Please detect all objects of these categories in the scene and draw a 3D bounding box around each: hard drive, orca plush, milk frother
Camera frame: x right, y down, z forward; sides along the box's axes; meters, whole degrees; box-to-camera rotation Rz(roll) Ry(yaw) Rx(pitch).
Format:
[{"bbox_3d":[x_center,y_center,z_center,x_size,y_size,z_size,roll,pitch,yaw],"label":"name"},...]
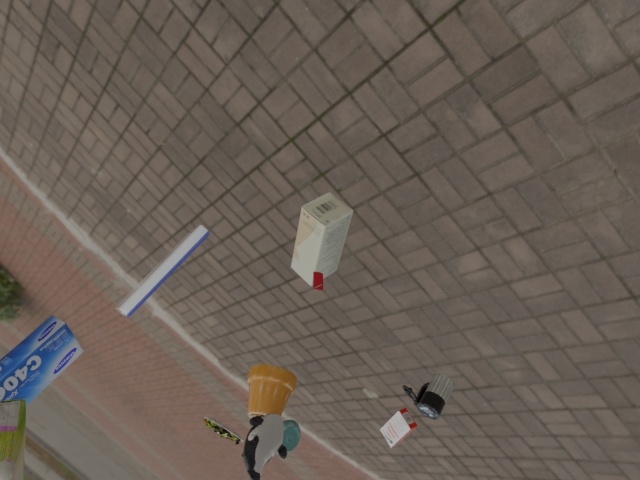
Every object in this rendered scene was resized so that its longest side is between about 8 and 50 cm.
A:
[{"bbox_3d":[-0.466,0.092,1.515,0.040,0.318,0.210,45,158,-13],"label":"hard drive"},{"bbox_3d":[-0.183,0.629,1.519,0.151,0.287,0.102,41,109,-19],"label":"orca plush"},{"bbox_3d":[0.368,0.513,1.775,0.129,0.135,0.143,-2,128,44],"label":"milk frother"}]

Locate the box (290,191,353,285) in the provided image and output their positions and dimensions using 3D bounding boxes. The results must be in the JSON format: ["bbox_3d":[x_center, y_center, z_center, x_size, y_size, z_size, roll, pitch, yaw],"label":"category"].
[{"bbox_3d":[0.000,0.000,1.830,0.121,0.148,0.311,41,140,25],"label":"box"}]

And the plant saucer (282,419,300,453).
[{"bbox_3d":[-0.111,0.684,1.787,0.021,0.119,0.119,3,131,50],"label":"plant saucer"}]

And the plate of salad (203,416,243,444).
[{"bbox_3d":[-0.416,0.812,2.197,0.200,0.048,0.200,26,153,14],"label":"plate of salad"}]

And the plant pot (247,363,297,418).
[{"bbox_3d":[-0.213,0.638,2.115,0.205,0.188,0.205,8,143,6],"label":"plant pot"}]

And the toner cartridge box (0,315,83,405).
[{"bbox_3d":[-0.951,0.425,1.665,0.075,0.348,0.165,20,139,24],"label":"toner cartridge box"}]

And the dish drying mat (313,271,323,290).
[{"bbox_3d":[-0.007,0.124,1.592,0.032,0.083,0.008,10,124,-7],"label":"dish drying mat"}]

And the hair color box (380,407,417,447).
[{"bbox_3d":[0.340,0.817,2.252,0.093,0.053,0.167,56,130,31],"label":"hair color box"}]

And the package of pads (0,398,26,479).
[{"bbox_3d":[-0.645,0.479,1.018,0.296,0.101,0.229,33,117,60],"label":"package of pads"}]
